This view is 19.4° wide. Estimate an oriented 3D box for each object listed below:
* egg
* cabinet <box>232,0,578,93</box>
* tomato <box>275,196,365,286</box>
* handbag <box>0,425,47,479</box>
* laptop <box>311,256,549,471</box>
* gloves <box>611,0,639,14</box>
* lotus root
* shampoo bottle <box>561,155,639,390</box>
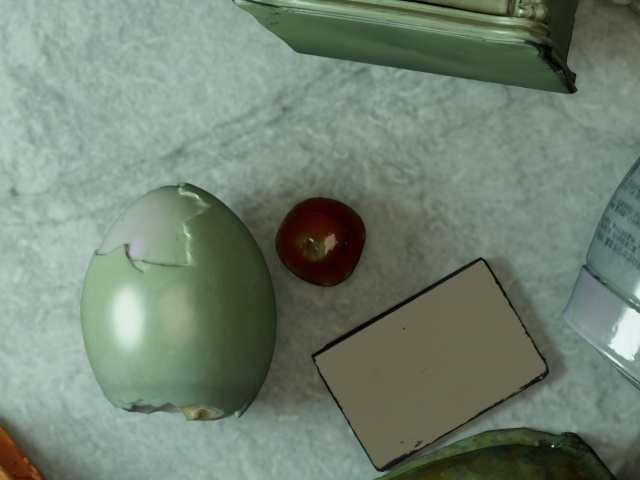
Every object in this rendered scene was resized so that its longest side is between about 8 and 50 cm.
[{"bbox_3d":[-0.129,0.056,1.737,0.183,0.183,0.217,3,80,2],"label":"egg"},{"bbox_3d":[0.110,-0.325,1.695,0.290,0.227,0.318,11,87,16],"label":"cabinet"},{"bbox_3d":[0.000,0.000,1.786,0.087,0.075,0.087,0,89,6],"label":"tomato"},{"bbox_3d":[-0.409,0.372,1.768,0.410,0.116,0.303,-42,90,0],"label":"handbag"},{"bbox_3d":[0.107,0.120,1.808,0.197,0.016,0.135,-29,88,2],"label":"laptop"},{"bbox_3d":[0.318,-0.270,1.787,0.153,0.070,0.114,30,89,8],"label":"gloves"},{"bbox_3d":[0.190,0.309,1.733,0.260,0.149,0.267,-26,90,1],"label":"lotus root"},{"bbox_3d":[0.374,0.035,1.674,0.273,0.273,0.266,34,99,3],"label":"shampoo bottle"}]
